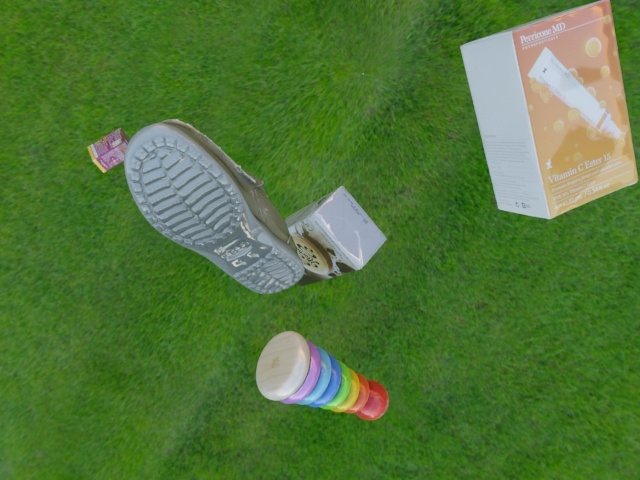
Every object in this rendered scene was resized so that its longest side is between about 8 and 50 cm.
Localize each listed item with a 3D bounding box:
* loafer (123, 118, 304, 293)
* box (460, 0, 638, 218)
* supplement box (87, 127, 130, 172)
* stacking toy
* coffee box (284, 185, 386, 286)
[{"bbox_3d":[-0.105,-0.035,0.583,0.094,0.087,0.251,-25,137,11],"label":"loafer"},{"bbox_3d":[0.439,-0.245,1.083,0.215,0.168,0.345,-22,106,-13],"label":"box"},{"bbox_3d":[-0.451,-0.195,1.218,0.083,0.055,0.043,-32,143,-4],"label":"supplement box"},{"bbox_3d":[0.023,0.314,1.215,0.141,0.141,0.330,-46,128,15],"label":"stacking toy"},{"bbox_3d":[0.000,0.000,1.392,0.168,0.297,0.119,49,61,-10],"label":"coffee box"}]
